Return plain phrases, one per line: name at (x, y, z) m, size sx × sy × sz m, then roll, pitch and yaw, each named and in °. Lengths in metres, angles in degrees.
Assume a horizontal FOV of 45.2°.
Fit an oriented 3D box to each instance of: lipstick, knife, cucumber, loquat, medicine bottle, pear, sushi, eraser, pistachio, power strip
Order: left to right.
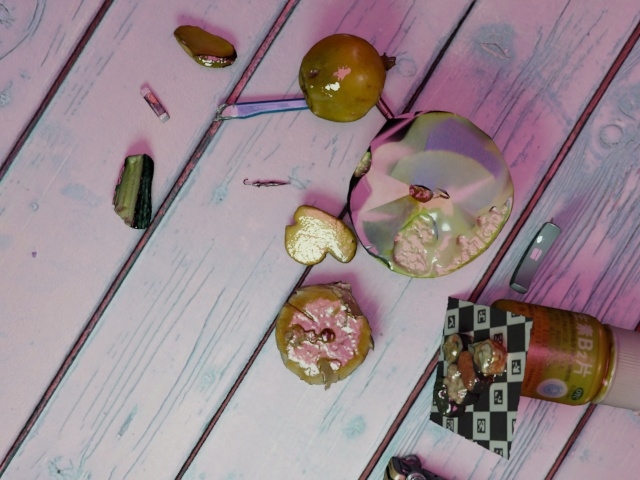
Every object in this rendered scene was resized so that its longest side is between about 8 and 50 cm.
cucumber at (-0.460, -0.119, 1.931) m, size 0.085 × 0.115 × 0.193 m, roll 9°, pitch 82°, yaw -42°
eraser at (-0.423, -0.347, 1.966) m, size 0.027 × 0.019 × 0.099 m, roll -36°, pitch 88°, yaw 0°
pistachio at (-0.295, -0.483, 1.954) m, size 0.172 × 0.049 × 0.090 m, roll 26°, pitch 64°, yaw 3°
knife at (-0.127, -0.338, 1.962) m, size 0.296 × 0.026 × 0.044 m, roll -5°, pitch 91°, yaw -2°
loquat at (0.071, -0.401, 1.878) m, size 0.246 × 0.213 × 0.214 m, roll -21°, pitch 88°, yaw -10°
lipstick at (0.185, -0.303, 1.957) m, size 0.027 × 0.027 × 0.176 m, roll -37°, pitch 90°, yaw -1°
pear at (0.256, -0.104, 1.880) m, size 0.398 × 0.165 × 0.399 m, roll 0°, pitch 89°, yaw 1°
sushi at (0.334, 0.305, 1.787) m, size 0.068 × 0.339 × 0.320 m, roll 10°, pitch 91°, yaw -24°
power strip at (0.529, 0.034, 1.889) m, size 0.044 × 0.137 × 0.216 m, roll 29°, pitch 84°, yaw 8°
medicine bottle at (0.588, 0.280, 1.840) m, size 0.384 × 0.224 × 0.225 m, roll 11°, pitch 89°, yaw 0°

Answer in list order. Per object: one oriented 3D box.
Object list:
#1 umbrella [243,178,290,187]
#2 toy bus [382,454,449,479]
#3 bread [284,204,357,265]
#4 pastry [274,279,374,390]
umbrella at (-0.137, -0.143, 1.961) m, size 0.122 × 0.013 × 0.022 m, roll 4°, pitch 67°, yaw 2°
toy bus at (0.280, 0.650, 1.876) m, size 0.289 × 0.139 × 0.157 m, roll 25°, pitch 94°, yaw -2°
bread at (0.000, 0.000, 1.936) m, size 0.187 × 0.065 × 0.150 m, roll 29°, pitch 100°, yaw -2°
pastry at (0.003, 0.232, 1.895) m, size 0.235 × 0.121 × 0.257 m, roll -26°, pitch 88°, yaw 0°
